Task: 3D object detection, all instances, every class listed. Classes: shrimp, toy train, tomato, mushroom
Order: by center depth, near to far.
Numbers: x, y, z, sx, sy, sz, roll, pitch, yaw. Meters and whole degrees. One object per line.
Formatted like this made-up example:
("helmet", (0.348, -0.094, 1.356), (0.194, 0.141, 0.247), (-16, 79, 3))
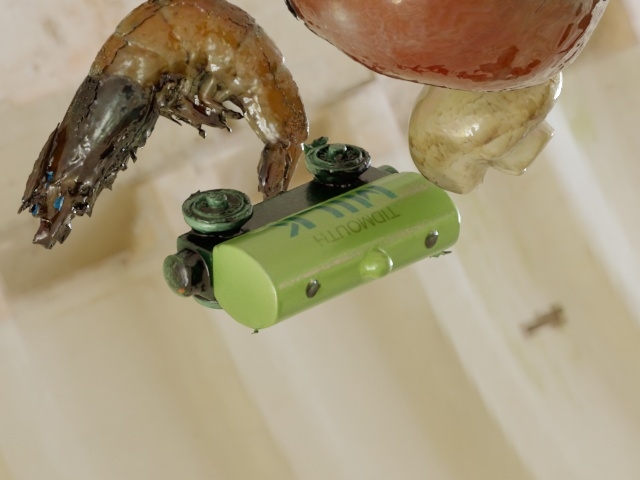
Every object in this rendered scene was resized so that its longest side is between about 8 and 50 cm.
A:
("tomato", (0.095, -0.176, 1.217), (0.214, 0.181, 0.155), (2, -163, -28))
("mushroom", (0.134, -0.103, 1.595), (0.148, 0.112, 0.148), (-52, 177, -4))
("toy train", (0.000, 0.000, 1.620), (0.253, 0.105, 0.157), (-23, -147, -38))
("shrimp", (-0.139, -0.081, 1.814), (0.290, 0.222, 0.054), (-51, -171, 2))
